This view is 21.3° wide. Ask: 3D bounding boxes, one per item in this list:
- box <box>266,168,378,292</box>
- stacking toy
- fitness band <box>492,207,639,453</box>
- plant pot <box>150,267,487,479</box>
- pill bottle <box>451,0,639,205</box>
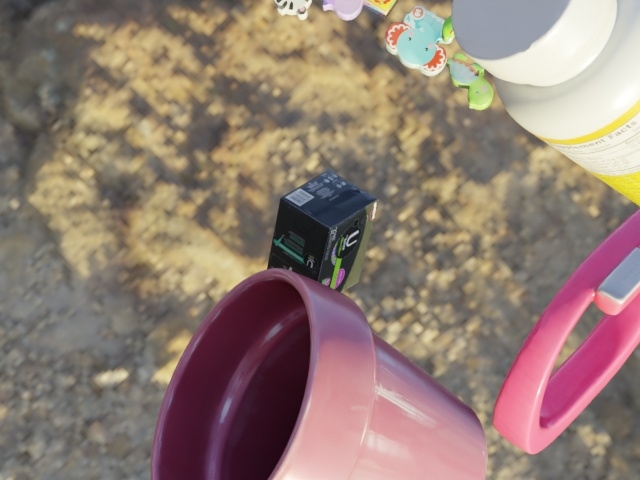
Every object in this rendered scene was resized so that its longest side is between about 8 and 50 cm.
[{"bbox_3d":[0.000,0.000,1.310,0.052,0.083,0.062,33,42,26],"label":"box"},{"bbox_3d":[0.045,-0.174,1.324,0.221,0.052,0.167,33,-4,5],"label":"stacking toy"},{"bbox_3d":[0.254,0.078,1.563,0.054,0.209,0.291,36,43,18],"label":"fitness band"},{"bbox_3d":[0.008,0.143,1.187,0.180,0.201,0.201,25,43,-27],"label":"plant pot"},{"bbox_3d":[0.172,-0.096,0.964,0.208,0.117,0.117,28,41,-41],"label":"pill bottle"}]
